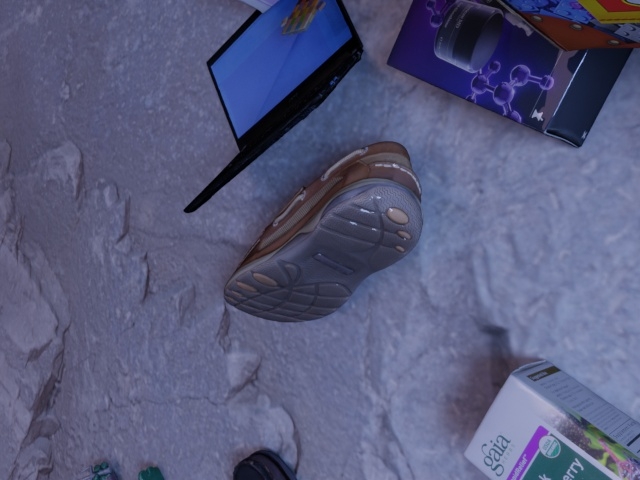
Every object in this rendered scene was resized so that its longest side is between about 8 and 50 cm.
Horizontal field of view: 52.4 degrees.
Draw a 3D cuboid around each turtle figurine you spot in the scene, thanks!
[{"bbox_3d":[-0.340,0.432,1.002,0.234,0.118,0.175,-32,29,32],"label":"turtle figurine"}]

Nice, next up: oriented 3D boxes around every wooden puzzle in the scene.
[{"bbox_3d":[-0.019,-0.253,0.728,0.083,0.006,0.049,13,75,56],"label":"wooden puzzle"}]

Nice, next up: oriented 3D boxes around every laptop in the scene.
[{"bbox_3d":[-0.079,-0.195,0.782,0.234,0.264,0.136,-35,105,34],"label":"laptop"}]

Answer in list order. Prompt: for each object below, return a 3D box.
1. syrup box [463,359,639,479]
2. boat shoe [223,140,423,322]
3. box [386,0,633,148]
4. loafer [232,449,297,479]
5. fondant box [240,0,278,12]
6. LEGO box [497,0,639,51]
[{"bbox_3d":[0.248,0.208,0.536,0.237,0.096,0.093,36,111,33],"label":"syrup box"},{"bbox_3d":[0.000,0.000,0.745,0.324,0.123,0.116,-32,36,43],"label":"boat shoe"},{"bbox_3d":[0.201,-0.242,0.581,0.184,0.103,0.261,34,110,32],"label":"box"},{"bbox_3d":[-0.051,0.407,0.773,0.109,0.095,0.303,-31,70,34],"label":"loafer"},{"bbox_3d":[-0.048,-0.482,0.772,0.238,0.096,0.330,-25,67,36],"label":"fondant box"},{"bbox_3d":[0.293,-0.339,0.244,0.372,0.193,0.500,23,93,52],"label":"LEGO box"}]
